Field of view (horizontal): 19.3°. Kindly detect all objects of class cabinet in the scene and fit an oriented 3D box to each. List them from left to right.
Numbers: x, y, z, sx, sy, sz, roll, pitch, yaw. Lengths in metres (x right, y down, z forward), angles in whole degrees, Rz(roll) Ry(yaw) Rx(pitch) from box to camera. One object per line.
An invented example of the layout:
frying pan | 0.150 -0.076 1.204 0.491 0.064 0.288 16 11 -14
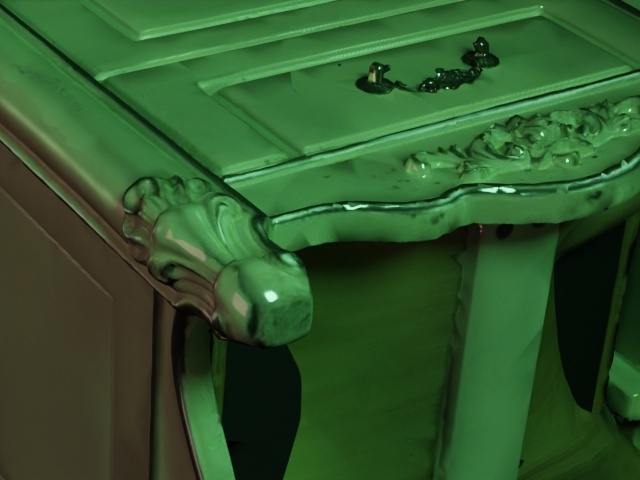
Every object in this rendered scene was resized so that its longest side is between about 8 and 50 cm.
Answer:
cabinet | 0.000 0.000 0.739 0.318 0.290 0.228 38 133 45
